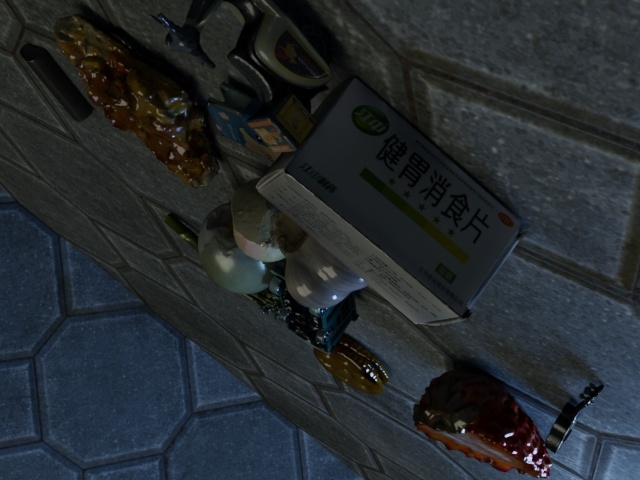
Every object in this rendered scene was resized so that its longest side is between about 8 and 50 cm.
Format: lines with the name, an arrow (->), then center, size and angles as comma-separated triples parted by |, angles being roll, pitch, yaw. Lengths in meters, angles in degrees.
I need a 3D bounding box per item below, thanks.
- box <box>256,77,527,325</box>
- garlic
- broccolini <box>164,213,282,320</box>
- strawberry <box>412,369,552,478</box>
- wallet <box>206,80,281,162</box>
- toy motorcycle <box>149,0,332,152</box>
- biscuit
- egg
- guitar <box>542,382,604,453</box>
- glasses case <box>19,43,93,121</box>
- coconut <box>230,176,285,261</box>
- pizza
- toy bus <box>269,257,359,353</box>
box -> 0.099, -0.043, 1.184 | 0.333, 0.173, 0.145 | 40, 162, -10
garlic -> 0.000, 0.000, 1.460 | 0.207, 0.207, 0.256 | 40, 174, -11
broccolini -> -0.234, 0.058, 2.184 | 0.392, 0.079, 0.074 | 41, 172, 7
strawberry -> 0.363, 0.386, 1.811 | 0.336, 0.149, 0.265 | 34, 157, -27
wallet -> -0.080, -0.169, 1.368 | 0.202, 0.059, 0.141 | 31, 167, 18
toy motorcycle -> -0.091, -0.248, 1.055 | 0.263, 0.157, 0.091 | 44, 158, -27
biscuit -> 0.079, 0.319, 2.220 | 0.220, 0.066, 0.220 | 31, 160, 13
egg -> -0.157, 0.023, 1.749 | 0.183, 0.183, 0.217 | 29, 151, 19
guitar -> 0.466, 0.319, 1.576 | 0.038, 0.084, 0.271 | 31, 154, 18
glasses case -> -0.566, -0.336, 1.831 | 0.072, 0.042, 0.191 | 30, 161, 39
coconut -> -0.093, -0.041, 1.568 | 0.147, 0.147, 0.153 | 34, 163, 5
pizza -> -0.311, -0.238, 1.536 | 0.277, 0.114, 0.409 | 22, 159, 48
toy bus -> -0.006, 0.112, 1.760 | 0.128, 0.147, 0.256 | 29, 155, 23
